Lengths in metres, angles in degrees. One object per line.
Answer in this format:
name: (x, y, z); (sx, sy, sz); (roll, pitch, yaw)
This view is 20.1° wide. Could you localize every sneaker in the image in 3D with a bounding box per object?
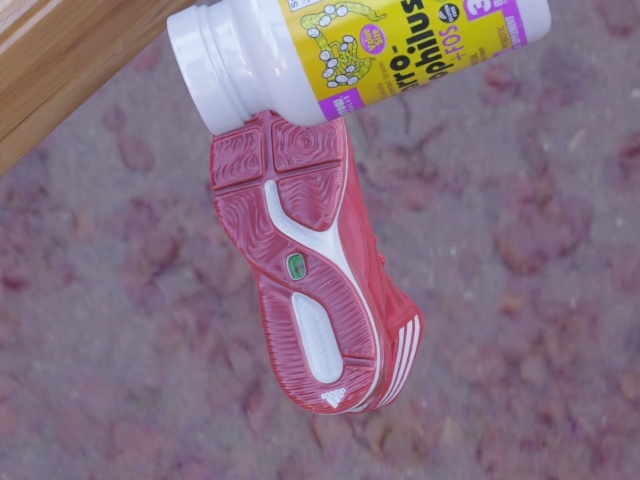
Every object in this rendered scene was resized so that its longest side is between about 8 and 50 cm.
sneaker: (0.000, 0.000, 1.079); (0.087, 0.128, 0.221); (-11, 77, 16)

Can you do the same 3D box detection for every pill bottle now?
pill bottle: (0.008, -0.053, 0.421); (0.083, 0.043, 0.043); (-21, 64, 5)

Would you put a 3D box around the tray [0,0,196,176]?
tray: (-0.108, -0.193, 1.097); (0.076, 0.203, 0.411); (44, 78, 8)
